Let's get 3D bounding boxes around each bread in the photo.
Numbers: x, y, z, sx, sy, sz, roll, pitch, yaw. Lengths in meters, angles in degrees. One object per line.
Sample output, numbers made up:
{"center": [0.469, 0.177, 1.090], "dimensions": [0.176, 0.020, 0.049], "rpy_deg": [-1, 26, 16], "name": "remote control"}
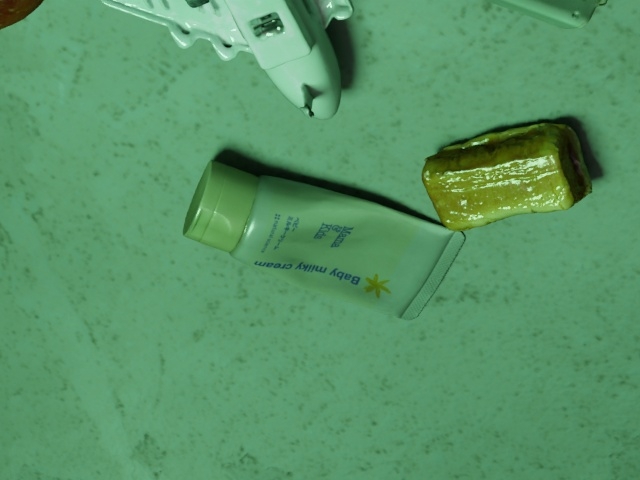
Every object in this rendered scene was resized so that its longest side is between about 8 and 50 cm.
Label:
{"center": [0.149, -0.051, 1.604], "dimensions": [0.132, 0.053, 0.074], "rpy_deg": [-14, 117, 26], "name": "bread"}

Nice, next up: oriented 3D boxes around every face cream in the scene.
{"center": [0.000, 0.000, 1.689], "dimensions": [0.224, 0.070, 0.114], "rpy_deg": [20, 131, -10], "name": "face cream"}

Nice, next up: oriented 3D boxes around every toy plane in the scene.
{"center": [-0.045, -0.189, 1.523], "dimensions": [0.251, 0.101, 0.255], "rpy_deg": [-18, 120, 15], "name": "toy plane"}

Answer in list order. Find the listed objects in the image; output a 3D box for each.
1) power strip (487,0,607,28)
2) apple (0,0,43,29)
{"center": [0.093, -0.220, 1.461], "dimensions": [0.253, 0.060, 0.027], "rpy_deg": [19, 173, -10], "name": "power strip"}
{"center": [-0.282, -0.255, 1.514], "dimensions": [0.201, 0.162, 0.201], "rpy_deg": [5, 117, 11], "name": "apple"}
